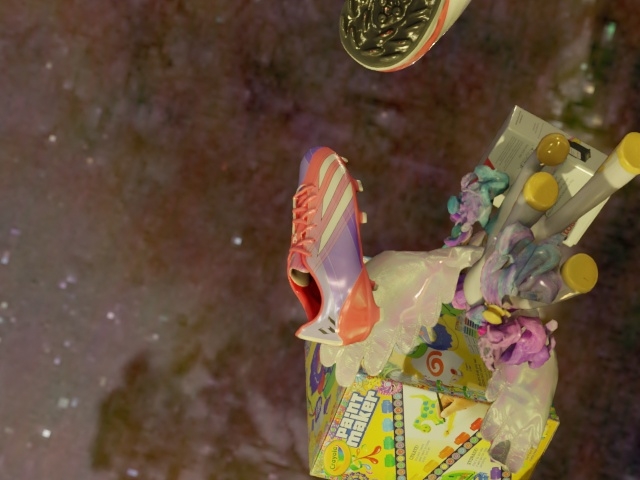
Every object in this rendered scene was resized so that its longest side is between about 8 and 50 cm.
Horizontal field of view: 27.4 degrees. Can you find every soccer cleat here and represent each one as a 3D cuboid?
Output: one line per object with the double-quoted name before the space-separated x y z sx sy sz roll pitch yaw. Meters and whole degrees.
"soccer cleat" 0.138 -0.297 1.258 0.318 0.108 0.116 -52 -8 10
"soccer cleat" 0.000 0.000 1.415 0.083 0.095 0.248 121 143 -53

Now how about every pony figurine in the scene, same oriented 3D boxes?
"pony figurine" 0.212 0.050 1.556 0.351 0.303 0.363 -60 5 -30

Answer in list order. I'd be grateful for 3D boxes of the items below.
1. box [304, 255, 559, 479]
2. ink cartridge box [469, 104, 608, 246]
"box" 0.137 0.187 1.771 0.290 0.279 0.177 -93 21 -59
"ink cartridge box" 0.320 -0.091 1.886 0.127 0.175 0.072 -60 1 36
